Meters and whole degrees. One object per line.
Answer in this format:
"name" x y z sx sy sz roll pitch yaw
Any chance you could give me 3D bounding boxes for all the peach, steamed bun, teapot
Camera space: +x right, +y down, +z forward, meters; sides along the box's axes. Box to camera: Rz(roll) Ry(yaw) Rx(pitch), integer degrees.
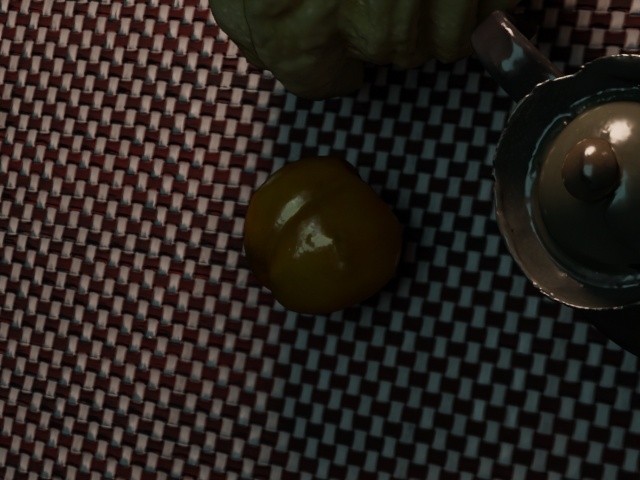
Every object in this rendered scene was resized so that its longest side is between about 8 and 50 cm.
"peach" 0.000 0.000 1.392 0.138 0.138 0.138 -6 77 30
"steamed bun" 0.070 -0.261 1.319 0.230 0.325 0.372 42 114 -4
"teapot" 0.238 -0.062 1.165 0.223 0.285 0.305 -17 73 28
